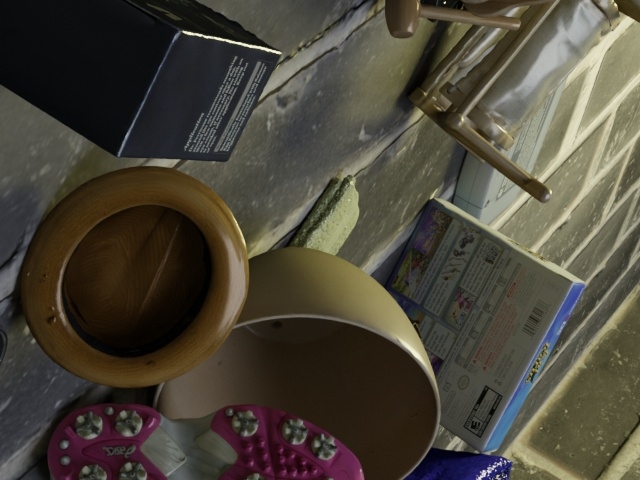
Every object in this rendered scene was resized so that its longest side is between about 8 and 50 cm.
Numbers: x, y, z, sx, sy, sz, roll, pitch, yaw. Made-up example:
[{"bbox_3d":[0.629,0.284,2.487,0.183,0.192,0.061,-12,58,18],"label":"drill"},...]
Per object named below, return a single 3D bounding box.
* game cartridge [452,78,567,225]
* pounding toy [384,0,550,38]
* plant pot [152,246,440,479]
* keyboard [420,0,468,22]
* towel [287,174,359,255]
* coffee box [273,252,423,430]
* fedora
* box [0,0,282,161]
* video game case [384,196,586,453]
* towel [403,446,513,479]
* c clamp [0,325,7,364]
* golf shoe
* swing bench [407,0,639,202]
[{"bbox_3d":[0.279,-0.160,2.167,0.198,0.062,0.297,-32,147,-47],"label":"game cartridge"},{"bbox_3d":[0.188,-0.308,1.523,0.155,0.269,0.154,15,65,-71],"label":"pounding toy"},{"bbox_3d":[-0.025,0.116,1.534,0.191,0.284,0.284,-92,-168,-50],"label":"plant pot"},{"bbox_3d":[0.205,-0.356,1.719,0.317,0.033,0.201,-46,156,-33],"label":"keyboard"},{"bbox_3d":[0.000,0.000,1.727,0.148,0.027,0.110,-55,160,-15],"label":"towel"},{"bbox_3d":[-0.016,0.156,1.693,0.246,0.141,0.098,-49,159,-8],"label":"coffee box"},{"bbox_3d":[-0.154,0.024,1.233,0.194,0.194,0.079,-64,-163,12],"label":"fedora"},{"bbox_3d":[-0.136,-0.128,0.988,0.093,0.156,0.158,-63,161,12],"label":"box"},{"bbox_3d":[0.199,0.115,2.063,0.061,0.244,0.269,7,112,-60],"label":"video game case"},{"bbox_3d":[0.080,0.320,2.003,0.227,0.308,0.076,-32,122,-59],"label":"towel"},{"bbox_3d":[-0.298,0.123,1.167,0.161,0.022,0.137,-67,165,17],"label":"c clamp"},{"bbox_3d":[-0.113,0.228,1.448,0.140,0.306,0.115,116,-20,-58],"label":"golf shoe"},{"bbox_3d":[0.248,-0.209,1.735,0.253,0.165,0.255,-50,-161,4],"label":"swing bench"}]
